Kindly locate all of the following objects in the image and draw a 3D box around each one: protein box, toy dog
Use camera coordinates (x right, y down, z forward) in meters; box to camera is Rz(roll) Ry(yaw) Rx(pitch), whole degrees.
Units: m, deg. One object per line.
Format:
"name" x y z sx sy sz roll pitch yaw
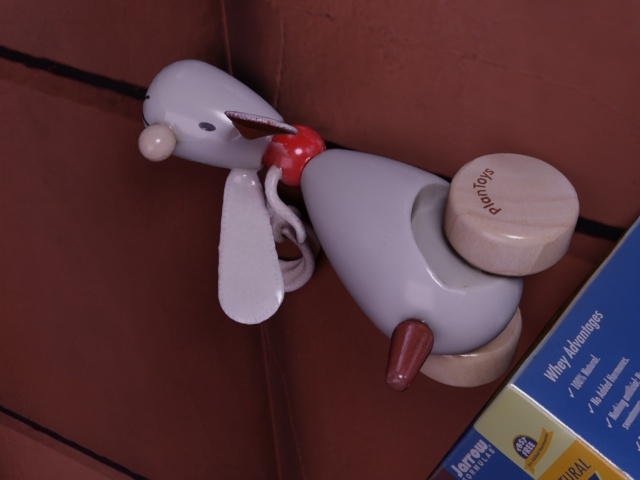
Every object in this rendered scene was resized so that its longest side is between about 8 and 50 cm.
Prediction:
"protein box" 0.204 0.123 0.704 0.201 0.200 0.136 39 138 10
"toy dog" 0.000 0.000 0.809 0.334 0.161 0.220 12 128 34
